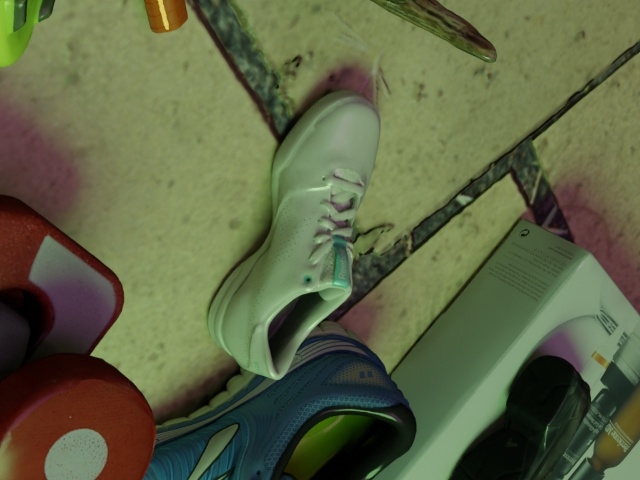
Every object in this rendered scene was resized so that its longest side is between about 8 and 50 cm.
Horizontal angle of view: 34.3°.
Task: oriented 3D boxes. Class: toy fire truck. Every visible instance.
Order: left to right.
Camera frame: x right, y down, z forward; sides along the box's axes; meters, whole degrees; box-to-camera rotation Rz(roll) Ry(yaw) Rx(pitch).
[{"bbox_3d":[-0.255,0.097,0.553,0.302,0.169,0.254,-54,132,-8],"label":"toy fire truck"}]

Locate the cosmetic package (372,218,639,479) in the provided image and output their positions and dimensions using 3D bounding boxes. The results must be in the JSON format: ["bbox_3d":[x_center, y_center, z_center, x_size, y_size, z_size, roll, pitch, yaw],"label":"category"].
[{"bbox_3d":[0.211,0.205,0.943,0.284,0.097,0.377,-49,125,-3],"label":"cosmetic package"}]

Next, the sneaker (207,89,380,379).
[{"bbox_3d":[0.000,0.000,0.734,0.080,0.094,0.212,21,97,-34],"label":"sneaker"}]

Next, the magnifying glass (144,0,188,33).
[{"bbox_3d":[-0.113,-0.232,0.599,0.092,0.026,0.231,-63,149,-49],"label":"magnifying glass"}]

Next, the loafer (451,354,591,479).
[{"bbox_3d":[0.157,0.174,0.806,0.061,0.062,0.170,36,90,-39],"label":"loafer"}]

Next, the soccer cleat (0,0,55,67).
[{"bbox_3d":[-0.206,-0.234,0.540,0.121,0.093,0.289,-1,117,1],"label":"soccer cleat"}]

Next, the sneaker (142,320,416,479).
[{"bbox_3d":[-0.072,0.190,0.733,0.330,0.147,0.129,-38,123,-13],"label":"sneaker"}]

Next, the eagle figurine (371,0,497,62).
[{"bbox_3d":[0.054,-0.294,0.603,0.226,0.225,0.298,18,109,-24],"label":"eagle figurine"}]
